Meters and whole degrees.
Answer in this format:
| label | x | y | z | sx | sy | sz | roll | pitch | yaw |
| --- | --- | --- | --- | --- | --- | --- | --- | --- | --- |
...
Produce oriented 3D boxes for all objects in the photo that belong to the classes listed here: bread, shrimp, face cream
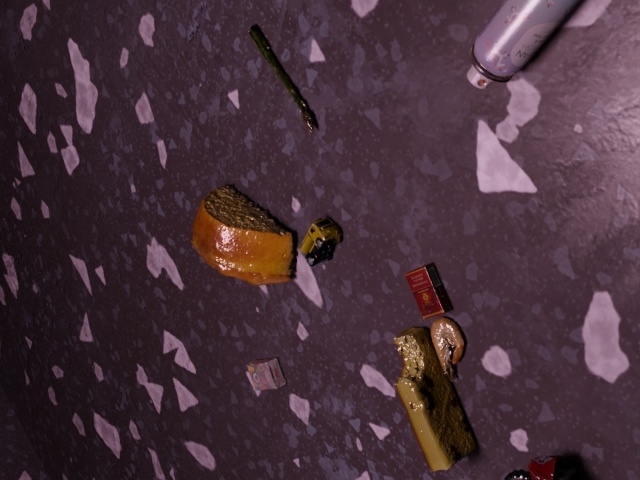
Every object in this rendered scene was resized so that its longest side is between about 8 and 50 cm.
| label | x | y | z | sx | sy | sz | roll | pitch | yaw |
| --- | --- | --- | --- | --- | --- | --- | --- | --- | --- |
| bread | 0.178 | 0.257 | 1.360 | 0.049 | 0.088 | 0.226 | -25 | 88 | 53 |
| shrimp | 0.210 | 0.176 | 1.338 | 0.059 | 0.023 | 0.108 | -13 | 96 | 42 |
| face cream | 0.260 | -0.280 | 1.038 | 0.075 | 0.075 | 0.229 | 56 | 140 | 17 |
| bread | -0.173 | -0.005 | 1.616 | 0.260 | 0.134 | 0.129 | 35 | 129 | 35 |

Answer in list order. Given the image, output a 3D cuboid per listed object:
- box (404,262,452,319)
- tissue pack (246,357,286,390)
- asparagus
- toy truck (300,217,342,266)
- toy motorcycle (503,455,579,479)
| label | x | y | z | sx | sy | sz | roll | pitch | yaw |
| --- | --- | --- | --- | --- | --- | --- | --- | --- | --- |
| box | 0.174 | 0.082 | 1.337 | 0.051 | 0.023 | 0.082 | -27 | 85 | 52 |
| tissue pack | -0.116 | 0.282 | 1.753 | 0.083 | 0.035 | 0.063 | -18 | 92 | 52 |
| asparagus | -0.066 | -0.283 | 1.458 | 0.023 | 0.022 | 0.232 | -32 | 75 | 6 |
| toy truck | 0.000 | 0.000 | 1.484 | 0.054 | 0.049 | 0.083 | 53 | 140 | 22 |
| toy motorcycle | 0.371 | 0.389 | 1.204 | 0.213 | 0.082 | 0.122 | 32 | 128 | 22 |
